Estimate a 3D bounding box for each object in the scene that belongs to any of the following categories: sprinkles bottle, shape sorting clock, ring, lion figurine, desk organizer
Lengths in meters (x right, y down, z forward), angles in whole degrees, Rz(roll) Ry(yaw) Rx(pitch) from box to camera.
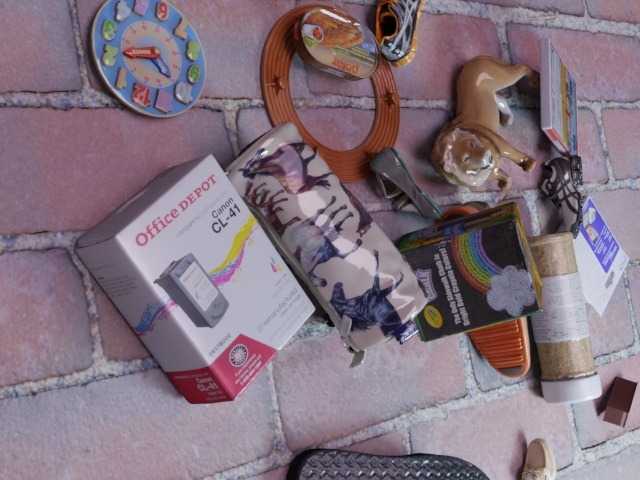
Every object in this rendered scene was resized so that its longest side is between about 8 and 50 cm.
[{"bbox_3d":[0.505,0.162,2.011,0.121,0.121,0.355,-7,87,-42],"label":"sprinkles bottle"},{"bbox_3d":[-0.263,-0.291,1.482,0.206,0.040,0.206,9,77,-40],"label":"shape sorting clock"},{"bbox_3d":[0.032,-0.273,1.742,0.337,0.032,0.336,9,77,-41],"label":"ring"},{"bbox_3d":[0.329,-0.256,1.950,0.240,0.142,0.392,25,52,-27],"label":"lion figurine"},{"bbox_3d":[0.689,0.370,2.180,0.130,0.050,0.047,-45,146,-53],"label":"desk organizer"}]

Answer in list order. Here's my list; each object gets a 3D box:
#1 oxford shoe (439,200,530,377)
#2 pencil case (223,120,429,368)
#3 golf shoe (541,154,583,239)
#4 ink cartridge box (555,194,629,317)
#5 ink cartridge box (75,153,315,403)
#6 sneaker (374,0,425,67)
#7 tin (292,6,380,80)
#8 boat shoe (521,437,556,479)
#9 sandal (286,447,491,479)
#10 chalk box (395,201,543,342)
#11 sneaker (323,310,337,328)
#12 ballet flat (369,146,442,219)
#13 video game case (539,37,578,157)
[{"bbox_3d":[0.357,0.092,1.898,0.133,0.130,0.363,-24,99,-49],"label":"oxford shoe"},{"bbox_3d":[0.000,0.000,1.536,0.410,0.160,0.183,50,50,-9],"label":"pencil case"},{"bbox_3d":[0.540,-0.095,2.120,0.077,0.094,0.198,60,31,-64],"label":"golf shoe"},{"bbox_3d":[0.614,0.038,2.179,0.208,0.045,0.206,52,53,-19],"label":"ink cartridge box"},{"bbox_3d":[-0.181,0.060,1.430,0.226,0.131,0.306,-47,114,-36],"label":"ink cartridge box"},{"bbox_3d":[0.146,-0.445,1.827,0.083,0.084,0.214,21,65,-46],"label":"sneaker"},{"bbox_3d":[0.029,-0.350,1.711,0.190,0.040,0.106,13,70,-39],"label":"tin"},{"bbox_3d":[0.439,0.489,1.933,0.059,0.063,0.170,12,75,-45],"label":"boat shoe"},{"bbox_3d":[0.134,0.446,1.665,0.446,0.107,0.167,19,71,-24],"label":"sandal"},{"bbox_3d":[0.241,0.063,1.733,0.179,0.289,0.180,-42,116,-73],"label":"chalk box"},{"bbox_3d":[0.071,0.081,1.694,0.083,0.071,0.190,36,69,-38],"label":"sneaker"},{"bbox_3d":[0.156,-0.094,1.796,0.068,0.072,0.213,-41,131,1],"label":"ballet flat"},{"bbox_3d":[0.533,-0.304,2.115,0.285,0.025,0.204,24,65,-61],"label":"video game case"}]
